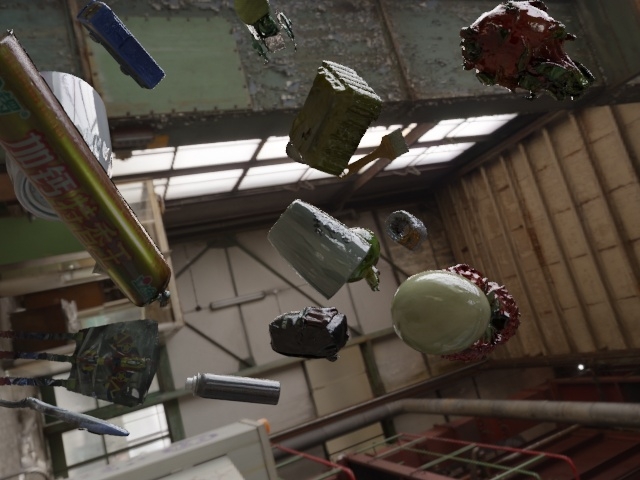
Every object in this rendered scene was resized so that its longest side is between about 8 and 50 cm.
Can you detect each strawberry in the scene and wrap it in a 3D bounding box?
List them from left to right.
[{"bbox_3d":[0.371,0.209,1.397,0.257,0.261,0.261,-32,-109,54],"label":"strawberry"},{"bbox_3d":[0.536,0.256,1.736,0.234,0.177,0.234,4,-86,64],"label":"strawberry"}]

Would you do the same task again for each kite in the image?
[{"bbox_3d":[-0.360,0.179,0.761,0.015,0.245,0.141,-4,-104,52],"label":"kite"}]

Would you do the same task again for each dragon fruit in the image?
[{"bbox_3d":[0.428,-0.381,1.073,0.269,0.200,0.198,57,-12,13],"label":"dragon fruit"}]

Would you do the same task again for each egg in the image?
[{"bbox_3d":[0.265,0.160,1.134,0.253,0.188,0.189,-18,-96,63],"label":"egg"}]

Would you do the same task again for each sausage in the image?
[{"bbox_3d":[-0.270,-0.044,0.586,0.082,0.082,0.372,47,-17,50],"label":"sausage"}]

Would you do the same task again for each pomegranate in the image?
[{"bbox_3d":[0.132,0.069,1.808,0.263,0.211,0.211,45,-37,22],"label":"pomegranate"}]

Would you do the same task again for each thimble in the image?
[{"bbox_3d":[0.349,-0.041,2.069,0.127,0.117,0.151,-50,-136,18],"label":"thimble"}]

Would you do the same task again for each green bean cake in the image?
[{"bbox_3d":[0.021,-0.312,1.291,0.236,0.124,0.233,-60,-146,26],"label":"green bean cake"}]

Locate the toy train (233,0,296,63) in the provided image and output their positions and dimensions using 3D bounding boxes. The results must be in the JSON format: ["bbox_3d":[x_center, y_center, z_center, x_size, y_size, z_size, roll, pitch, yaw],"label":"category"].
[{"bbox_3d":[-0.154,-0.622,1.451,0.307,0.126,0.190,-93,160,-77],"label":"toy train"}]

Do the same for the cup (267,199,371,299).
[{"bbox_3d":[0.000,0.000,1.374,0.234,0.258,0.186,40,-61,1],"label":"cup"}]

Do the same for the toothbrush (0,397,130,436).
[{"bbox_3d":[-0.555,0.343,1.031,0.035,0.413,0.042,38,62,-68],"label":"toothbrush"}]

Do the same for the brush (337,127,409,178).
[{"bbox_3d":[0.175,-0.289,1.779,0.103,0.272,0.013,60,3,-31],"label":"brush"}]

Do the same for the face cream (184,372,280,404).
[{"bbox_3d":[-0.262,0.444,1.526,0.073,0.283,0.073,-170,-90,-75],"label":"face cream"}]

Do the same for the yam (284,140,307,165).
[{"bbox_3d":[-0.012,-0.406,1.878,0.131,0.280,0.131,25,-29,15],"label":"yam"}]

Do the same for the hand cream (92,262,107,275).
[{"bbox_3d":[-0.557,0.083,1.412,0.039,0.143,0.061,85,21,-80],"label":"hand cream"}]

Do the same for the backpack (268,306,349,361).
[{"bbox_3d":[-0.027,0.194,1.086,0.120,0.165,0.106,-41,131,-71],"label":"backpack"}]

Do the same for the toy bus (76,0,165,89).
[{"bbox_3d":[-0.328,-0.323,0.850,0.061,0.051,0.153,24,-18,41],"label":"toy bus"}]

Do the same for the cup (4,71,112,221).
[{"bbox_3d":[-0.661,-0.240,1.297,0.253,0.253,0.372,103,-32,-41],"label":"cup"}]
